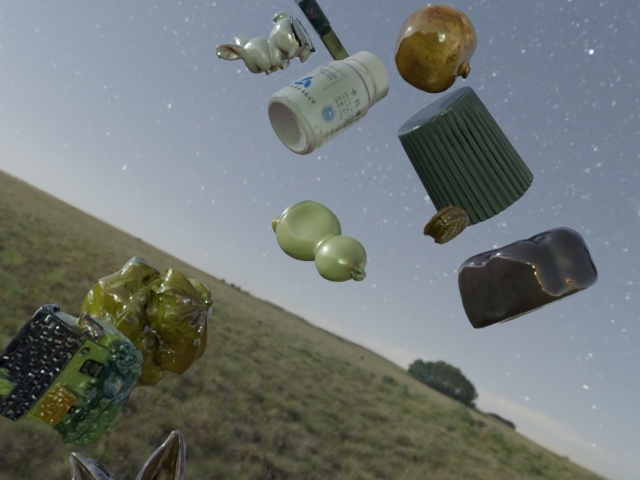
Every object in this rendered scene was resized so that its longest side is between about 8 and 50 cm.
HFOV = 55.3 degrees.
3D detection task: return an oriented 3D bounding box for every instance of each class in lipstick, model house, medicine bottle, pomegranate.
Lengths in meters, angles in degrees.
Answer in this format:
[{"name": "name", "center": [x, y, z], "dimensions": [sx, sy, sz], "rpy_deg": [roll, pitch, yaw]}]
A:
[{"name": "lipstick", "center": [0.035, -0.568, 1.760], "dimensions": [0.312, 0.051, 0.051], "rpy_deg": [49, 4, -33]}, {"name": "model house", "center": [-0.445, 0.217, 1.035], "dimensions": [0.170, 0.194, 0.211], "rpy_deg": [35, -7, 35]}, {"name": "medicine bottle", "center": [0.025, -0.348, 1.519], "dimensions": [0.170, 0.293, 0.170], "rpy_deg": [38, -30, 27]}, {"name": "pomegranate", "center": [0.320, -0.527, 1.698], "dimensions": [0.248, 0.248, 0.248], "rpy_deg": [27, -8, 4]}]

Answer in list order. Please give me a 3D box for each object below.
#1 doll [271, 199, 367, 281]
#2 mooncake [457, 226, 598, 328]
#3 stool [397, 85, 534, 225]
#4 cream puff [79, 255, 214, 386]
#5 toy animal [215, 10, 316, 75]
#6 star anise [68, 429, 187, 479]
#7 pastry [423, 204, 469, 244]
[{"name": "doll", "center": [0.002, 0.010, 1.285], "dimensions": [0.296, 0.141, 0.117], "rpy_deg": [46, -27, 41]}, {"name": "mooncake", "center": [0.356, 0.066, 1.069], "dimensions": [0.245, 0.245, 0.133], "rpy_deg": [90, -18, -84]}, {"name": "stool", "center": [0.417, -0.250, 1.806], "dimensions": [0.330, 0.297, 0.297], "rpy_deg": [56, -16, -14]}, {"name": "cream puff", "center": [-0.447, 0.222, 1.655], "dimensions": [0.275, 0.378, 0.378], "rpy_deg": [5, -21, 43]}, {"name": "toy animal", "center": [-0.080, -0.288, 0.925], "dimensions": [0.085, 0.124, 0.071], "rpy_deg": [59, 26, -16]}, {"name": "star anise", "center": [-0.165, 0.276, 0.522], "dimensions": [0.197, 0.212, 0.073], "rpy_deg": [-6, -18, 3]}, {"name": "pastry", "center": [0.292, -0.036, 1.417], "dimensions": [0.057, 0.109, 0.097], "rpy_deg": [52, -8, 21]}]
